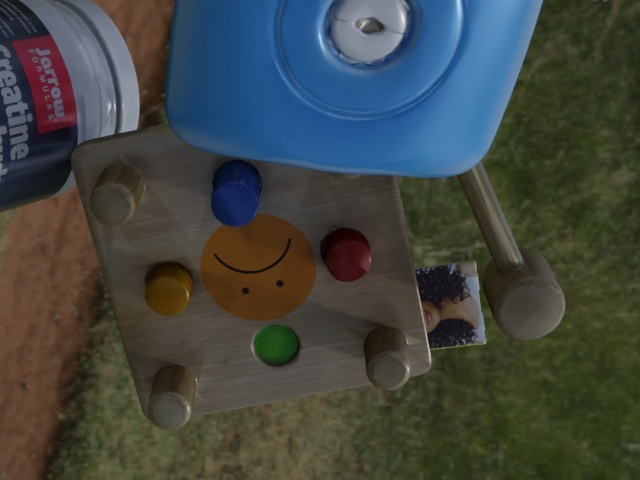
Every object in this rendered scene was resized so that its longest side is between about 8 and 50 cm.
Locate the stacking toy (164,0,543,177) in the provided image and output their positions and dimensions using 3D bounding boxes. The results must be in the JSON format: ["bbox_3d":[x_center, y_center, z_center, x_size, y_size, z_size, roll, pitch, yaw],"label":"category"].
[{"bbox_3d":[-0.001,-0.174,0.663,0.302,0.175,0.165,-108,-153,-58],"label":"stacking toy"}]

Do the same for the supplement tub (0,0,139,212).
[{"bbox_3d":[-0.313,-0.112,1.013,0.272,0.191,0.191,-23,108,-44],"label":"supplement tub"}]

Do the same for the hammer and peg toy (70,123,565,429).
[{"bbox_3d":[0.000,0.000,0.964,0.127,0.361,0.265,-91,169,-69],"label":"hammer and peg toy"}]

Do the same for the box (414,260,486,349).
[{"bbox_3d":[0.041,0.075,1.161,0.058,0.232,0.087,120,-38,-85],"label":"box"}]
